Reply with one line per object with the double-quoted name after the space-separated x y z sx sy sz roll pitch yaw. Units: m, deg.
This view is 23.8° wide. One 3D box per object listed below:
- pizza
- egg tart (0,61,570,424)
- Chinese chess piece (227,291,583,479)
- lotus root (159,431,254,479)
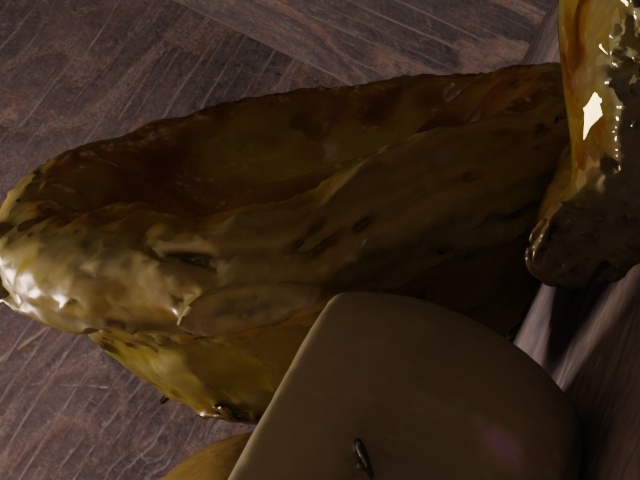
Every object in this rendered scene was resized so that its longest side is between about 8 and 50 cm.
0.132 -0.100 0.594 0.188 0.080 0.204 -65 -4 28 "pizza"
0.001 0.000 0.759 0.341 0.341 0.132 -57 -42 -72 "egg tart"
-0.004 0.149 0.540 0.273 0.102 0.273 -64 -4 -8 "Chinese chess piece"
-0.054 0.199 0.758 0.303 0.146 0.131 -49 -3 15 "lotus root"
